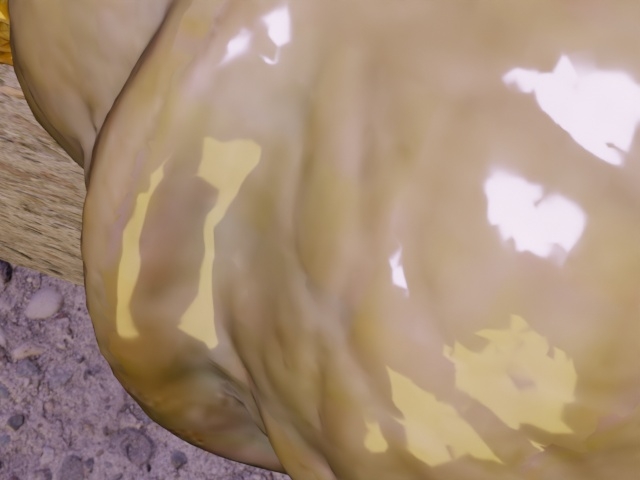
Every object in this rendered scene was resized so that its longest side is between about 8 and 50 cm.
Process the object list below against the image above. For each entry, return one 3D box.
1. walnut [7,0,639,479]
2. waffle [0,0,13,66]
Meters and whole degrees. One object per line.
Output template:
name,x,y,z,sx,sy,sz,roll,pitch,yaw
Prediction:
walnut,0.052,-0.039,0.560,0.253,0.282,0.277,-19,153,15
waffle,-0.248,-0.166,1.154,0.307,0.060,0.312,15,171,19
